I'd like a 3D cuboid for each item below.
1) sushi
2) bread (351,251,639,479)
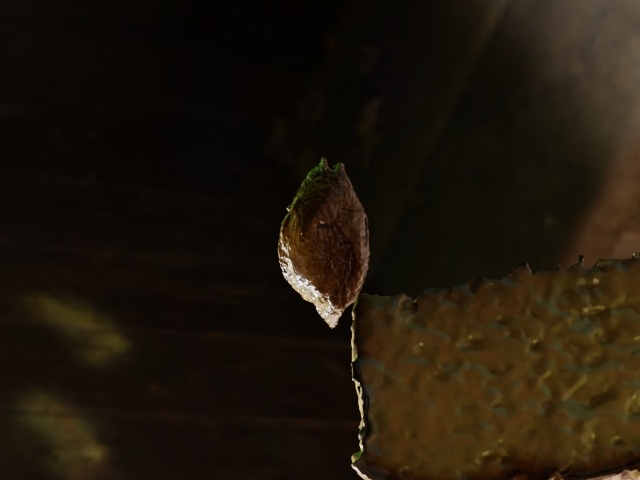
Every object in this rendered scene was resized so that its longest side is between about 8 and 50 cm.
[{"bbox_3d":[0.000,0.000,1.114,0.047,0.050,0.099,2,84,64],"label":"sushi"},{"bbox_3d":[0.139,0.089,1.033,0.134,0.260,0.129,91,171,-61],"label":"bread"}]
